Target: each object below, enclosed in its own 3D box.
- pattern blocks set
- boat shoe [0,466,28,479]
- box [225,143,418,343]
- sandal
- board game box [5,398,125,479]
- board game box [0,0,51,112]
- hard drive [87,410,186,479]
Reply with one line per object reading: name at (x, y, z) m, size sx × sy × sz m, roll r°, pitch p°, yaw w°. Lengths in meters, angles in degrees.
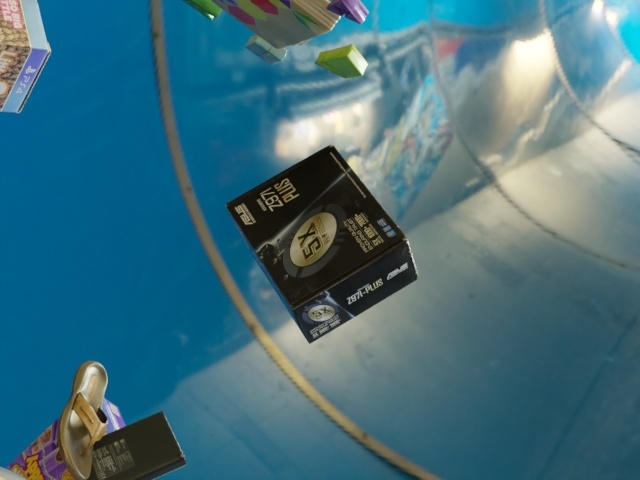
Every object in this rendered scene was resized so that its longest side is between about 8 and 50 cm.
pattern blocks set at (-0.062, -0.282, 1.197) m, size 0.285 × 0.026 × 0.325 m, roll 35°, pitch 168°, yaw -29°
boat shoe at (-0.524, 0.358, 1.507) m, size 0.219 × 0.070 × 0.078 m, roll 13°, pitch 167°, yaw 17°
box at (0.000, 0.000, 1.155) m, size 0.147 × 0.077 × 0.180 m, roll -30°, pitch -128°, yaw -6°
sandal at (-0.316, 0.241, 1.400) m, size 0.049 × 0.072 × 0.180 m, roll -14°, pitch -134°, yaw 21°
board game box at (-0.404, 0.441, 1.701) m, size 0.078 × 0.233 × 0.347 m, roll 44°, pitch -177°, yaw -37°
board game box at (-0.537, -0.311, 1.348) m, size 0.291 × 0.141 × 0.232 m, roll 1°, pitch -121°, yaw -36°
hard drive at (-0.265, 0.300, 1.421) m, size 0.135 × 0.022 × 0.094 m, roll -22°, pitch -134°, yaw -16°
